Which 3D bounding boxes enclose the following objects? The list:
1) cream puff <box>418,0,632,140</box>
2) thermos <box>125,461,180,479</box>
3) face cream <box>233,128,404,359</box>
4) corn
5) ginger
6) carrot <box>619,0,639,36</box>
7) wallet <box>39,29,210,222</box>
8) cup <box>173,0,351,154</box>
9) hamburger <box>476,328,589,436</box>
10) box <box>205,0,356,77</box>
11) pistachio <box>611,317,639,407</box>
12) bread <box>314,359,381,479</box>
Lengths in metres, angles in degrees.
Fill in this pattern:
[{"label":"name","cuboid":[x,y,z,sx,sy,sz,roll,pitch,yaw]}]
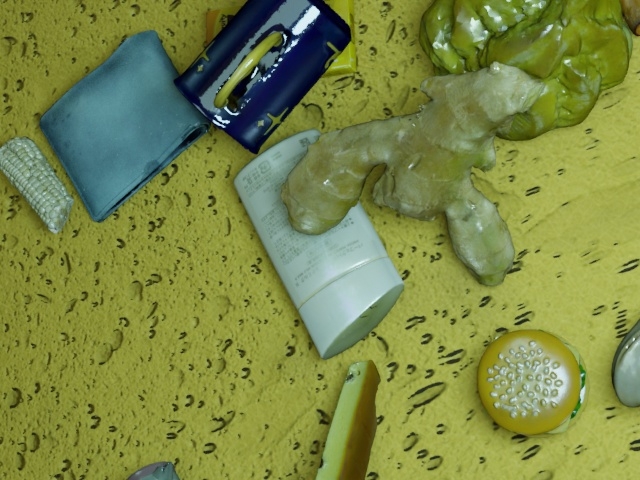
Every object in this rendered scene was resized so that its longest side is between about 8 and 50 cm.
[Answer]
[{"label":"cream puff","cuboid":[0.287,-0.320,1.460,0.291,0.257,0.324,-23,70,12]},{"label":"thermos","cuboid":[-0.227,0.481,1.554,0.176,0.146,0.265,-56,53,30]},{"label":"face cream","cuboid":[0.000,0.000,1.593,0.173,0.081,0.348,-32,68,9]},{"label":"corn","cuboid":[-0.517,-0.107,1.836,0.087,0.087,0.211,-47,69,6]},{"label":"ginger","cuboid":[0.135,-0.125,1.438,0.363,0.122,0.348,20,122,14]},{"label":"carrot","cuboid":[0.461,-0.397,1.513,0.072,0.072,0.205,-30,60,13]},{"label":"wallet","cuboid":[-0.358,-0.210,1.807,0.290,0.054,0.251,-39,65,11]},{"label":"cup","cuboid":[-0.075,-0.273,1.570,0.256,0.178,0.255,-47,31,9]},{"label":"hamburger","cuboid":[0.296,0.199,1.406,0.162,0.115,0.162,-6,76,23]},{"label":"box","cuboid":[-0.071,-0.342,1.723,0.269,0.043,0.152,-5,77,21]},{"label":"pistachio","cuboid":[0.464,0.148,1.344,0.124,0.124,0.185,24,81,25]},{"label":"bread","cuboid":[0.046,0.295,1.489,0.049,0.088,0.226,1,54,25]}]
